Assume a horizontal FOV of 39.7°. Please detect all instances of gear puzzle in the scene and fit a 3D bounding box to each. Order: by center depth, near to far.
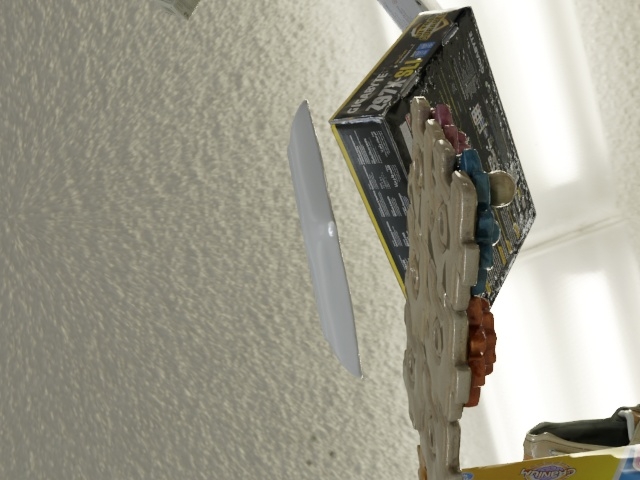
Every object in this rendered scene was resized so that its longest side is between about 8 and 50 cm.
[{"bbox_3d":[0.092,0.085,0.607,0.044,0.175,0.339,-3,-62,-4],"label":"gear puzzle"}]

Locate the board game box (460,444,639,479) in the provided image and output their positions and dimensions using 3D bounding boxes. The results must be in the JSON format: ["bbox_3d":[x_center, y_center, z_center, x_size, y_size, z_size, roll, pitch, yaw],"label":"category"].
[{"bbox_3d":[0.298,0.331,0.909,0.316,0.064,0.242,-16,-73,24],"label":"board game box"}]

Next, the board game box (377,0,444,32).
[{"bbox_3d":[0.158,-0.384,1.466,0.053,0.305,0.193,-36,-83,19],"label":"board game box"}]

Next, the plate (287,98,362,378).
[{"bbox_3d":[0.000,0.000,1.173,0.045,0.277,0.278,-12,-49,-1],"label":"plate"}]

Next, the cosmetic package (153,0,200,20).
[{"bbox_3d":[-0.197,-0.391,1.319,0.115,0.060,0.041,-58,-34,-4],"label":"cosmetic package"}]

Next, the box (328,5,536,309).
[{"bbox_3d":[0.151,-0.078,1.062,0.257,0.079,0.322,-53,-51,-38],"label":"box"}]

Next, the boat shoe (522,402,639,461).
[{"bbox_3d":[0.411,0.269,1.139,0.302,0.113,0.103,-12,-80,3],"label":"boat shoe"}]
